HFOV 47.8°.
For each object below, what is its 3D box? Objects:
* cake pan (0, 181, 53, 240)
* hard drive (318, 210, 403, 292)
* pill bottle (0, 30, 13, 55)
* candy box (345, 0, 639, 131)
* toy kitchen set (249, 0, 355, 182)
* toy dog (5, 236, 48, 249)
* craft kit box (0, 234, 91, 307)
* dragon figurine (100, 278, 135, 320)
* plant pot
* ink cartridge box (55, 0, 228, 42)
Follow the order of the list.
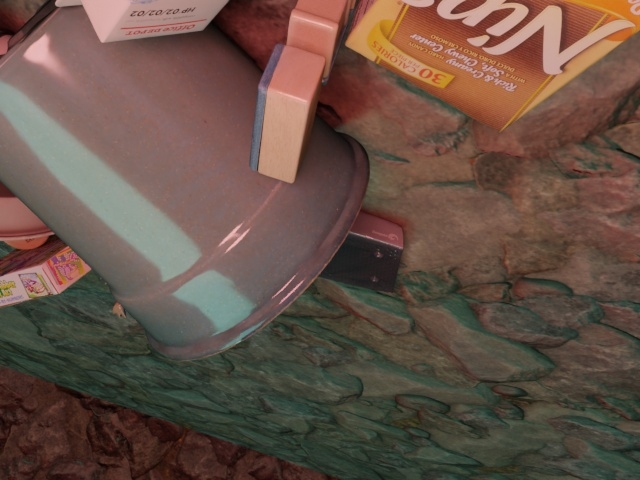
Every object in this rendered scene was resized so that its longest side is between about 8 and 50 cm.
[{"bbox_3d":[-0.438,-0.105,0.979,0.293,0.293,0.054,18,121,0],"label":"cake pan"},{"bbox_3d":[0.000,0.000,1.112,0.255,0.054,0.172,14,152,7],"label":"hard drive"},{"bbox_3d":[-0.462,-0.203,0.904,0.279,0.162,0.162,22,152,-7],"label":"pill bottle"},{"bbox_3d":[0.174,-0.227,0.572,0.183,0.087,0.316,26,150,-15],"label":"candy box"},{"bbox_3d":[-0.066,-0.187,0.655,0.166,0.207,0.122,18,151,1],"label":"toy kitchen set"},{"bbox_3d":[-0.555,-0.098,1.137,0.334,0.161,0.220,1,-156,-32],"label":"toy dog"},{"bbox_3d":[-0.420,0.019,1.167,0.247,0.250,0.061,-10,113,33],"label":"craft kit box"},{"bbox_3d":[-0.336,0.056,1.371,0.085,0.144,0.289,10,132,18],"label":"dragon figurine"},{"bbox_3d":[-0.182,-0.105,0.779,0.341,0.341,0.334,-14,131,44],"label":"plant pot"},{"bbox_3d":[-0.114,-0.207,0.544,0.181,0.104,0.061,-29,86,46],"label":"ink cartridge box"}]
